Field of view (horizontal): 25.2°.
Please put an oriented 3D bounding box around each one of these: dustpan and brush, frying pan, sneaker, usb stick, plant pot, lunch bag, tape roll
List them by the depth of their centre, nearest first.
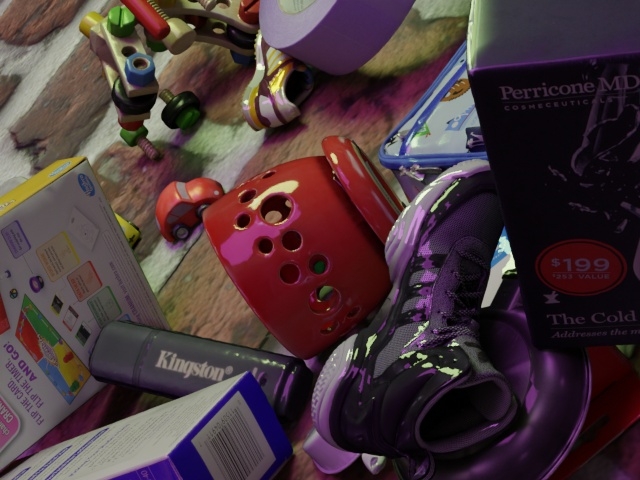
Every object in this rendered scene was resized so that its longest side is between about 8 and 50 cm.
[{"bbox_3d":[0.110,0.067,1.144,0.153,0.101,0.268,23,81,52],"label":"sneaker"},{"bbox_3d":[0.171,0.082,1.191,0.326,0.053,0.197,-53,37,-3],"label":"frying pan"},{"bbox_3d":[0.038,0.170,1.321,0.147,0.060,0.211,-53,-1,7],"label":"dustpan and brush"},{"bbox_3d":[0.201,-0.137,1.422,0.243,0.115,0.303,3,44,49],"label":"lunch bag"},{"bbox_3d":[0.000,0.000,1.462,0.174,0.191,0.191,-35,36,9],"label":"plant pot"},{"bbox_3d":[-0.134,0.138,1.533,0.278,0.045,0.077,9,63,34],"label":"usb stick"},{"bbox_3d":[0.033,-0.344,1.749,0.275,0.090,0.274,-42,36,41],"label":"tape roll"},{"bbox_3d":[-0.041,-0.221,1.842,0.084,0.069,0.185,-9,54,29],"label":"sneaker"}]

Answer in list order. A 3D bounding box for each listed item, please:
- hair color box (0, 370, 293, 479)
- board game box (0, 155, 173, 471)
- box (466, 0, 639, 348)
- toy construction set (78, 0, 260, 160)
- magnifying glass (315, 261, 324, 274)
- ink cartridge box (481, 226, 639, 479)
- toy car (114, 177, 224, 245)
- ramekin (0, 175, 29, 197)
[{"bbox_3d":[-0.215,0.259,1.430,0.339,0.110,0.185,-21,11,29],"label":"hair color box"},{"bbox_3d":[-0.334,0.086,1.576,0.064,0.242,0.316,-2,28,46],"label":"board game box"},{"bbox_3d":[0.301,-0.087,1.043,0.343,0.312,0.179,-5,48,16],"label":"box"},{"bbox_3d":[-0.233,-0.304,1.862,0.257,0.309,0.237,-41,76,-5],"label":"toy construction set"},{"bbox_3d":[-0.064,0.004,1.665,0.092,0.026,0.231,-45,34,1],"label":"magnifying glass"},{"bbox_3d":[0.179,0.099,1.271,0.134,0.078,0.231,-42,35,7],"label":"ink cartridge box"},{"bbox_3d":[-0.243,0.023,1.804,0.239,0.053,0.225,-16,44,36],"label":"toy car"},{"bbox_3d":[-0.365,0.069,1.764,0.273,0.127,0.272,-40,38,41],"label":"ramekin"}]
